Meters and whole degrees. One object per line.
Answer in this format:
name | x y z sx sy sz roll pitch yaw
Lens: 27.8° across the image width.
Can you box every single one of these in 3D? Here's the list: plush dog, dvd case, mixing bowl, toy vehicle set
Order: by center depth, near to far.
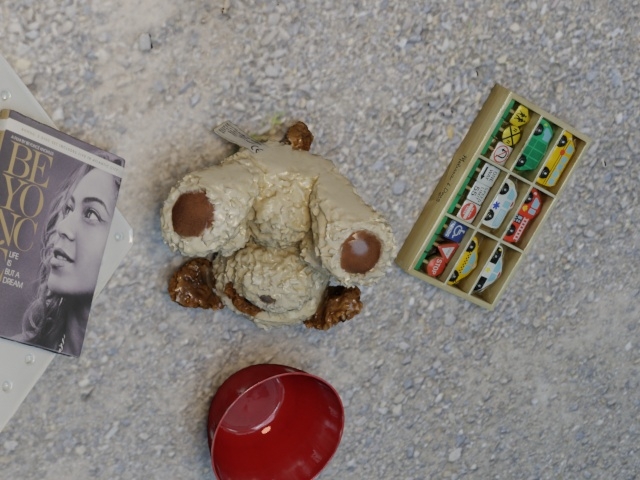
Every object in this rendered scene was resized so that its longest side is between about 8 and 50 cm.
dvd case | -0.284 -0.004 1.323 0.164 0.018 0.221 24 73 -50
plush dog | -0.054 0.004 1.494 0.262 0.210 0.225 11 125 -4
mixing bowl | -0.071 0.222 1.614 0.181 0.098 0.181 -12 119 -23
toy vehicle set | 0.226 -0.052 1.685 0.166 0.035 0.266 23 101 -35

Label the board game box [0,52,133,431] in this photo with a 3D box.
board game box | -0.391 0.003 1.244 0.390 0.050 0.390 -59 134 -32
